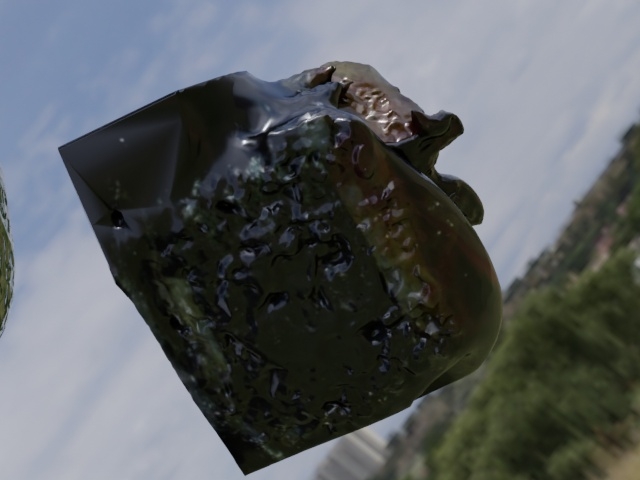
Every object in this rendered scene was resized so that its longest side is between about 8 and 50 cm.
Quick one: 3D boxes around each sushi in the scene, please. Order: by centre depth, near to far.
[{"bbox_3d":[0.000,0.001,1.019,0.212,0.227,0.215,-24,1,19],"label":"sushi"}]

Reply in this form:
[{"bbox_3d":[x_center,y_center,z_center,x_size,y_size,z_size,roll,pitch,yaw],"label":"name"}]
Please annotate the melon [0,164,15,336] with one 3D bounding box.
[{"bbox_3d":[-0.327,-0.039,0.939,0.226,0.331,0.343,-14,12,2],"label":"melon"}]
